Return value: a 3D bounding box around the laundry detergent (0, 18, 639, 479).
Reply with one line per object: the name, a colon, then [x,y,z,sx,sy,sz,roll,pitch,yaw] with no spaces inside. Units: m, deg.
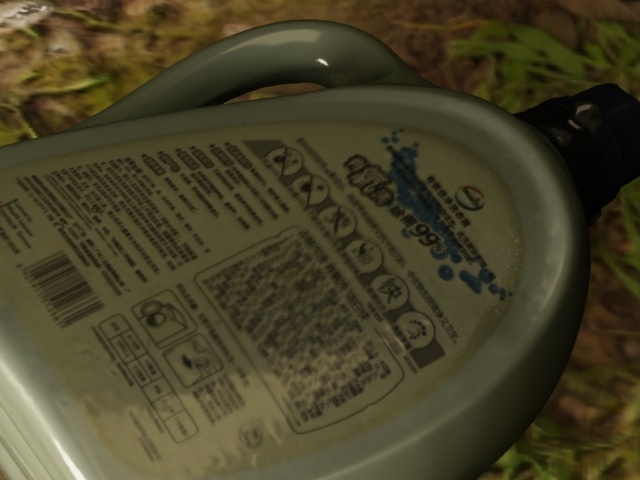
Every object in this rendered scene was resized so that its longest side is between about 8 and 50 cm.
laundry detergent: [0.000,0.000,0.563,0.280,0.105,0.215,-30,58,-23]
